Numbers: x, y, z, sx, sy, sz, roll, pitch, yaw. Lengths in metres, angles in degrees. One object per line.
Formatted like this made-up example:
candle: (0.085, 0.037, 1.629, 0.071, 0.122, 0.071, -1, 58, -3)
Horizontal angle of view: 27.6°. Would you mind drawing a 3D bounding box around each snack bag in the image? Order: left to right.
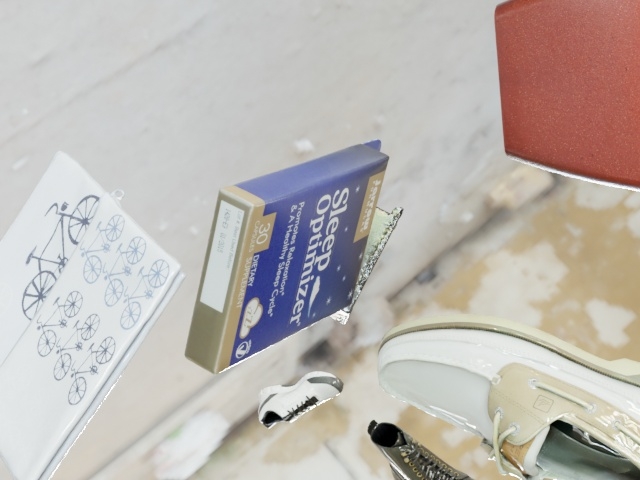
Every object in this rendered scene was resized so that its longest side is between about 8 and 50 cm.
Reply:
snack bag: (-0.321, 0.078, 1.521, 0.037, 0.342, 0.323, 26, 102, -44)

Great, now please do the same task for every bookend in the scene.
bookend: (0.000, 0.000, 1.667, 0.156, 0.157, 0.072, -63, 177, -15)

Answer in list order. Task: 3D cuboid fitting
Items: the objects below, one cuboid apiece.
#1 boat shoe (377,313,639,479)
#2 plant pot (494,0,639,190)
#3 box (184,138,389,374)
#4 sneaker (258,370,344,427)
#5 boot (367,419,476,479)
boat shoe: (0.184, 0.147, 1.114, 0.113, 0.302, 0.103, 81, 26, -47)
plant pot: (0.344, -0.201, 1.523, 0.236, 0.267, 0.267, -1, -166, 24)
box: (-0.012, 0.004, 0.993, 0.225, 0.037, 0.136, -25, 134, -55)
sneaker: (-0.021, 0.173, 1.392, 0.109, 0.040, 0.043, -23, -143, 30)
boot: (0.152, 0.312, 1.714, 0.077, 0.198, 0.137, -54, 132, -26)
